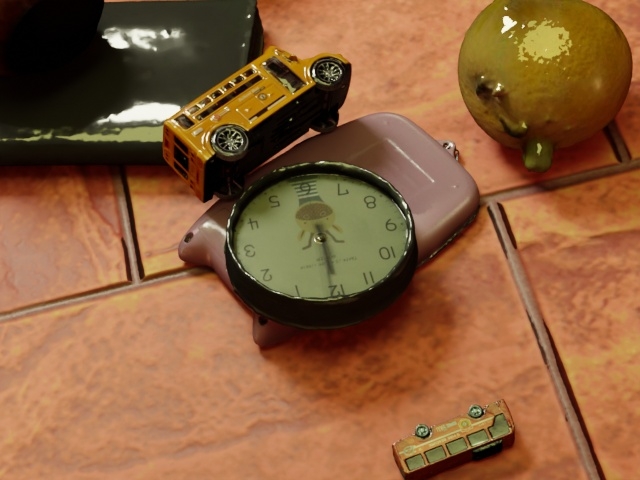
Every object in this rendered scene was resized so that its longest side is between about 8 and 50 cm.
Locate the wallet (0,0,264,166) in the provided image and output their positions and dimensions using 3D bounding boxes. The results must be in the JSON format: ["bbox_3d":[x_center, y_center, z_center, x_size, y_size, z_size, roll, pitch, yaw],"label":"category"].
[{"bbox_3d":[-0.271,-0.167,1.685,0.406,0.062,0.228,0,53,9],"label":"wallet"}]

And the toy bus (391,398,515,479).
[{"bbox_3d":[0.118,0.177,1.386,0.110,0.031,0.043,-20,55,-5],"label":"toy bus"}]

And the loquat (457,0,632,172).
[{"bbox_3d":[0.220,-0.162,1.558,0.172,0.149,0.204,6,68,11],"label":"loquat"}]

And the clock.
[{"bbox_3d":[0.000,0.000,1.476,0.184,0.040,0.184,-2,50,2],"label":"clock"}]

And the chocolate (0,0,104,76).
[{"bbox_3d":[-0.315,-0.252,1.620,0.177,0.177,0.177,-4,53,5],"label":"chocolate"}]

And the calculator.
[{"bbox_3d":[0.017,-0.027,1.548,0.294,0.043,0.194,-32,55,-18],"label":"calculator"}]

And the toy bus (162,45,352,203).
[{"bbox_3d":[-0.060,-0.125,1.550,0.194,0.083,0.088,-37,68,-25],"label":"toy bus"}]
